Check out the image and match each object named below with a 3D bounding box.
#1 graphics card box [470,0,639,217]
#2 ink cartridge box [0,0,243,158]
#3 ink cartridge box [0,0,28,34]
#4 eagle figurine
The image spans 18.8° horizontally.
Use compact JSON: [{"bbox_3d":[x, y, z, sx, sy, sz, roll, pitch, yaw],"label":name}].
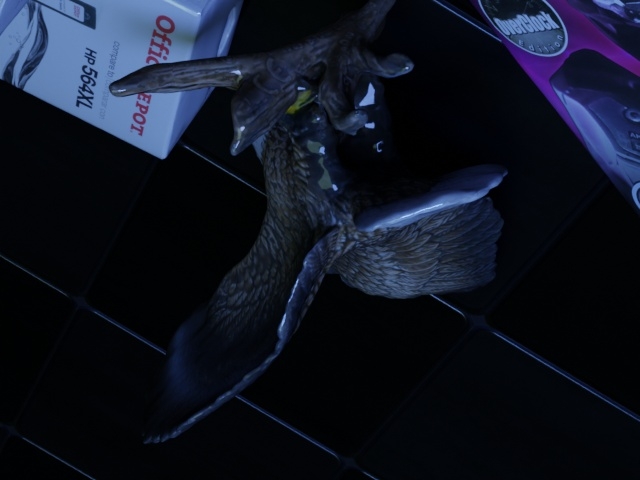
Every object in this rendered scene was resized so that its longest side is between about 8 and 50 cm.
[{"bbox_3d":[0.169,-0.152,0.945,0.371,0.094,0.233,48,154,-25],"label":"graphics card box"},{"bbox_3d":[-0.155,-0.160,1.189,0.203,0.086,0.148,26,143,4],"label":"ink cartridge box"},{"bbox_3d":[-0.173,-0.247,0.973,0.171,0.233,0.168,31,144,-3],"label":"ink cartridge box"},{"bbox_3d":[-0.001,-0.007,1.196,0.226,0.225,0.298,6,129,6],"label":"eagle figurine"}]
